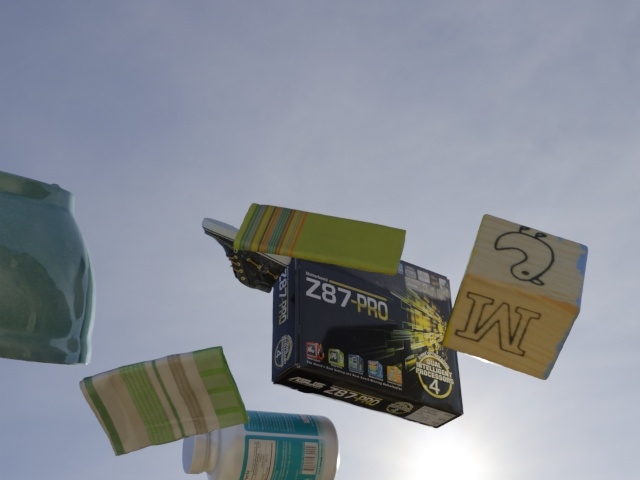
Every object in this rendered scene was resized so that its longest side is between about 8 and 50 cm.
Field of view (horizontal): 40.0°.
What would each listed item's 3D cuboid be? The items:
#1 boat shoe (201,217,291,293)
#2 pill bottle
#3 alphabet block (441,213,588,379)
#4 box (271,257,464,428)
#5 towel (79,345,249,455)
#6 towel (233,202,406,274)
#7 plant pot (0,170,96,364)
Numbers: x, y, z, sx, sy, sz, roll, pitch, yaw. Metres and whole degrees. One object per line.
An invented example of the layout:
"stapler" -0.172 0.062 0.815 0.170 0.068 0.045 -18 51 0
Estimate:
"boat shoe" -0.142 0.030 1.553 0.183 0.065 0.083 27 -86 -28
"pill bottle" -0.110 0.380 1.587 0.264 0.146 0.146 9 -44 -20
"alphabet block" 0.347 0.100 1.571 0.197 0.192 0.193 18 -50 8
"box" 0.092 0.169 1.715 0.395 0.318 0.097 21 -42 -27
"towel" -0.161 0.170 0.920 0.152 0.023 0.113 -14 -55 4
"towel" 0.000 0.000 1.265 0.237 0.102 0.021 10 -49 9
"plant pot" -0.391 0.018 1.012 0.293 0.196 0.293 11 -5 1
